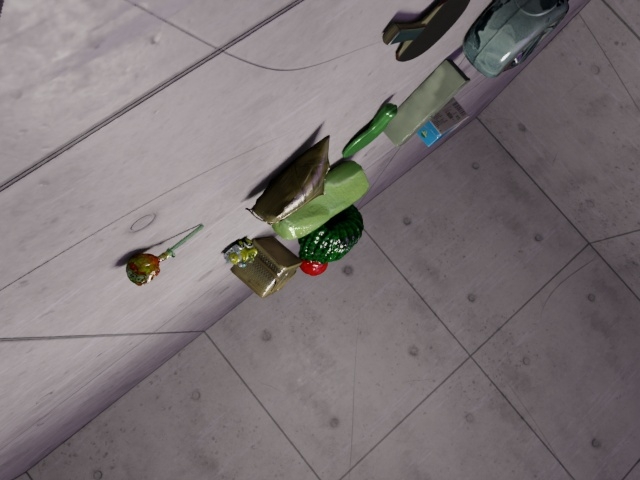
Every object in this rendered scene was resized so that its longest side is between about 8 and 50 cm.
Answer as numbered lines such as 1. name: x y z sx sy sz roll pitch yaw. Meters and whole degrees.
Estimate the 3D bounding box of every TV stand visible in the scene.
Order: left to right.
1. TV stand: 0.309 -0.405 1.304 0.269 0.088 0.083 -42 175 35

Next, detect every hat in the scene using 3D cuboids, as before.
1. hat: 0.000 0.000 1.707 0.274 0.242 0.332 -24 155 -42

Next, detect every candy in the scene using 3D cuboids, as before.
1. candy: -0.303 0.018 0.879 0.060 0.060 0.201 -44 -179 45
2. candy: -0.002 -0.127 1.372 0.344 0.131 0.142 -35 -143 -23

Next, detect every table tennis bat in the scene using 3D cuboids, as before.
1. table tennis bat: 0.145 -0.313 1.251 0.161 0.039 0.257 -36 180 -25
2. table tennis bat: 0.200 -0.406 0.846 0.301 0.022 0.173 -36 175 -46

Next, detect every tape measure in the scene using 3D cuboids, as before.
1. tape measure: 0.509 -0.551 1.125 0.275 0.147 0.256 -45 172 39

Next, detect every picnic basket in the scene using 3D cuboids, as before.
1. picnic basket: -0.188 0.091 1.571 0.139 0.165 0.267 -51 173 9

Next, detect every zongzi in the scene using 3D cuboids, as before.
1. zongzi: -0.065 -0.130 0.994 0.205 0.094 0.204 -37 171 -23

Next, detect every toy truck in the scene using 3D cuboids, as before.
1. toy truck: -0.243 0.044 1.342 0.076 0.077 0.111 -42 174 26

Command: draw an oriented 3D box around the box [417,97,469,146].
1. box: 0.387 -0.417 1.461 0.194 0.139 0.073 -36 175 -35
